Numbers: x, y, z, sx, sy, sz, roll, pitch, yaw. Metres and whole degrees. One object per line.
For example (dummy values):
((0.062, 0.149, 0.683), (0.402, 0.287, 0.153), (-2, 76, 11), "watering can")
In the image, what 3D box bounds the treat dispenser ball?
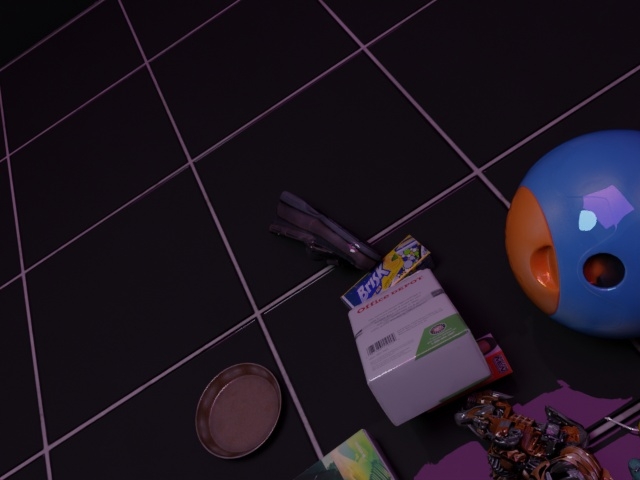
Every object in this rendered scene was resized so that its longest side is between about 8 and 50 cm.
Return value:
((0.405, -0.008, 0.886), (0.288, 0.288, 0.288), (-13, 54, 18), "treat dispenser ball")

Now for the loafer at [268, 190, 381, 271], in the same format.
((0.000, 0.000, 1.210), (0.095, 0.109, 0.302), (-58, 40, 4), "loafer")

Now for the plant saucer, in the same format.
((-0.139, 0.298, 1.119), (0.168, 0.029, 0.169), (-12, 55, 18), "plant saucer")

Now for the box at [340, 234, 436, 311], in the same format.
((0.120, 0.073, 1.125), (0.169, 0.054, 0.059), (-42, 51, -5), "box")

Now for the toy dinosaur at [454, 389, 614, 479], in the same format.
((0.292, 0.317, 0.820), (0.218, 0.165, 0.322), (-33, 22, -22), "toy dinosaur")

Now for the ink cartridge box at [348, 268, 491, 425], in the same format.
((0.142, 0.153, 0.979), (0.160, 0.093, 0.219), (-29, 20, 6), "ink cartridge box")

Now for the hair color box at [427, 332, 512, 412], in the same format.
((0.213, 0.202, 0.978), (0.141, 0.043, 0.072), (-28, 11, 6), "hair color box")

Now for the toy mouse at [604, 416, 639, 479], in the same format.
((0.462, 0.291, 0.823), (0.160, 0.031, 0.143), (-8, 56, 22), "toy mouse")

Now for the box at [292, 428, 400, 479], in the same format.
((-0.001, 0.462, 0.920), (0.322, 0.058, 0.232), (-36, 50, 0), "box")
